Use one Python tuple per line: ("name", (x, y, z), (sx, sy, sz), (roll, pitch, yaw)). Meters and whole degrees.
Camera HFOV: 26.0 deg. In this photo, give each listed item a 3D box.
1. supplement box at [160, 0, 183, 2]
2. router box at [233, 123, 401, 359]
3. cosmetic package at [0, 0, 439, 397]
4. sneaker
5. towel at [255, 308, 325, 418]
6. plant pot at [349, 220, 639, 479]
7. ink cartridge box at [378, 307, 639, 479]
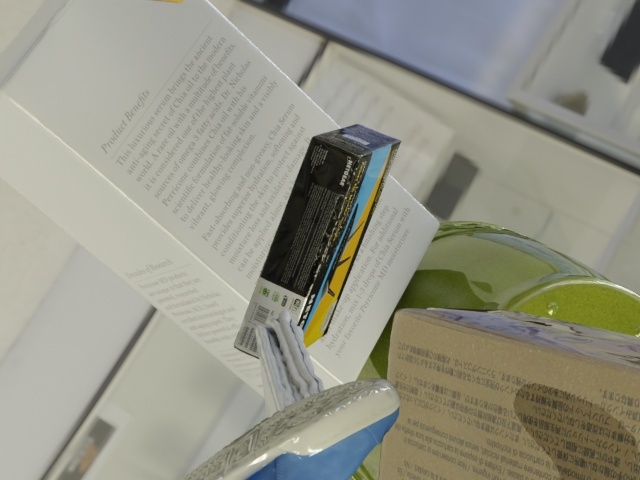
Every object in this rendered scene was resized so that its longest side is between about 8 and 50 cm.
("supplement box", (-0.123, -0.233, 1.071), (0.043, 0.055, 0.083), (3, 127, -15))
("router box", (0.000, 0.000, 1.097), (0.179, 0.046, 0.133), (-69, 168, 15))
("cosmetic package", (-0.119, -0.062, 1.404), (0.453, 0.161, 0.230), (43, 59, -20))
("sneaker", (-0.016, 0.126, 0.585), (0.152, 0.058, 0.085), (-32, 98, -24))
("towel", (-0.003, 0.204, 0.897), (0.209, 0.034, 0.285), (-119, -158, -76))
("plant pot", (0.209, 0.158, 1.466), (0.366, 0.366, 0.353), (-58, -169, -8))
("ink cartridge box", (0.114, 0.137, 0.607), (0.088, 0.234, 0.193), (2, 94, -27))
